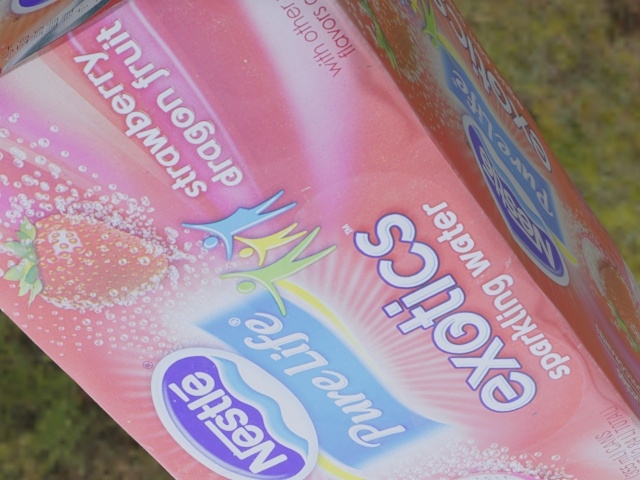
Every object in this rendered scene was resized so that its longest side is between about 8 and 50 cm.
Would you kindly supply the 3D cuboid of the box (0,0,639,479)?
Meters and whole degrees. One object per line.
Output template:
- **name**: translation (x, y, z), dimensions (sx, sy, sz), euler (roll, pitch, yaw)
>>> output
- **box**: translation (0.000, 0.000, 0.557), dimensions (0.154, 0.142, 0.300), euler (-27, 125, 17)
